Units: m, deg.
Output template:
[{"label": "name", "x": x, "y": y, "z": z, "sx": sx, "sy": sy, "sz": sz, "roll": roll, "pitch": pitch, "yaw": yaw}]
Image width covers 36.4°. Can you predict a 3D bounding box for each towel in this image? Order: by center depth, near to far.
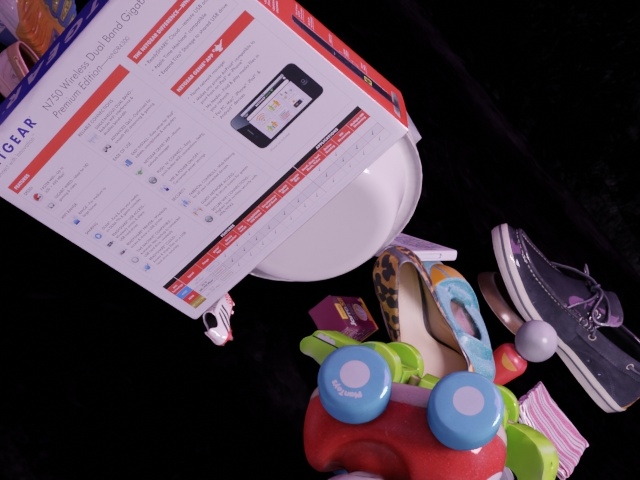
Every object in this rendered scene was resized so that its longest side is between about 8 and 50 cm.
[{"label": "towel", "x": 0.398, "y": 0.319, "z": 1.665, "sx": 0.144, "sy": 0.029, "sz": 0.197, "roll": 55, "pitch": 23, "yaw": 11}]

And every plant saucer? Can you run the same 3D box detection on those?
[{"label": "plant saucer", "x": 0.378, "y": 0.124, "z": 1.932, "sx": 0.168, "sy": 0.029, "sz": 0.168, "roll": 40, "pitch": 25, "yaw": -23}]

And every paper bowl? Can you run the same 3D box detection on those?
[{"label": "paper bowl", "x": -0.016, "y": -0.064, "z": 1.187, "sx": 0.284, "sy": 0.284, "sz": 0.148, "roll": 33, "pitch": 28, "yaw": -33}]

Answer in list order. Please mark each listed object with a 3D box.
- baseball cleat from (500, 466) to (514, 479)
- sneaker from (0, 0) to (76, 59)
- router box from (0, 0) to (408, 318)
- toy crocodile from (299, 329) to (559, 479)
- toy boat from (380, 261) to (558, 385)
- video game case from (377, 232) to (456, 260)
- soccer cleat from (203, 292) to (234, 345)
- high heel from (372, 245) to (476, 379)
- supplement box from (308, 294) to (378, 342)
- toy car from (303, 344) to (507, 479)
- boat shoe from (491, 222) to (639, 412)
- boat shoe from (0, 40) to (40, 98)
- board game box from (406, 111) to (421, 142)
[{"label": "baseball cleat", "x": 0.171, "y": 0.303, "z": 1.258, "sx": 0.206, "sy": 0.072, "sz": 0.109, "roll": 34, "pitch": 41, "yaw": -22}, {"label": "sneaker", "x": -0.388, "y": -0.291, "z": 1.098, "sx": 0.296, "sy": 0.131, "sz": 0.111, "roll": 50, "pitch": 46, "yaw": -64}, {"label": "router box", "x": -0.134, "y": -0.111, "z": 0.984, "sx": 0.301, "sy": 0.335, "sz": 0.082, "roll": 37, "pitch": 27, "yaw": -27}, {"label": "toy crocodile", "x": 0.127, "y": 0.197, "z": 1.172, "sx": 0.341, "sy": 0.105, "sz": 0.115, "roll": 24, "pitch": 4, "yaw": 19}, {"label": "toy boat", "x": 0.229, "y": 0.136, "z": 1.494, "sx": 0.318, "sy": 0.148, "sz": 0.267, "roll": 29, "pitch": 30, "yaw": -38}, {"label": "video game case", "x": 0.104, "y": 0.005, "z": 1.487, "sx": 0.143, "sy": 0.019, "sz": 0.157, "roll": -1, "pitch": 14, "yaw": -44}, {"label": "soccer cleat", "x": -0.118, "y": 0.083, "z": 1.107, "sx": 0.036, "sy": 0.029, "sz": 0.083, "roll": 38, "pitch": 30, "yaw": -35}, {"label": "high heel", "x": 0.143, "y": 0.134, "z": 1.247, "sx": 0.261, "sy": 0.093, "sz": 0.186, "roll": 59, "pitch": -9, "yaw": 14}, {"label": "supplement box", "x": 0.032, "y": 0.108, "z": 1.317, "sx": 0.083, "sy": 0.043, "sz": 0.055, "roll": 8, "pitch": 47, "yaw": -56}, {"label": "toy car", "x": 0.066, "y": 0.266, "z": 0.971, "sx": 0.210, "sy": 0.219, "sz": 0.238, "roll": 12, "pitch": 59, "yaw": 10}, {"label": "boat shoe", "x": 0.506, "y": 0.138, "z": 1.921, "sx": 0.500, "sy": 0.156, "sz": 0.187, "roll": 48, "pitch": 25, "yaw": -20}, {"label": "boat shoe", "x": -0.301, "y": -0.154, "z": 1.105, "sx": 0.170, "sy": 0.059, "sz": 0.063, "roll": 45, "pitch": 23, "yaw": -10}, {"label": "board game box", "x": -0.040, "y": -0.160, "z": 1.375, "sx": 0.303, "sy": 0.224, "sz": 0.097, "roll": 28, "pitch": 28, "yaw": -41}]
